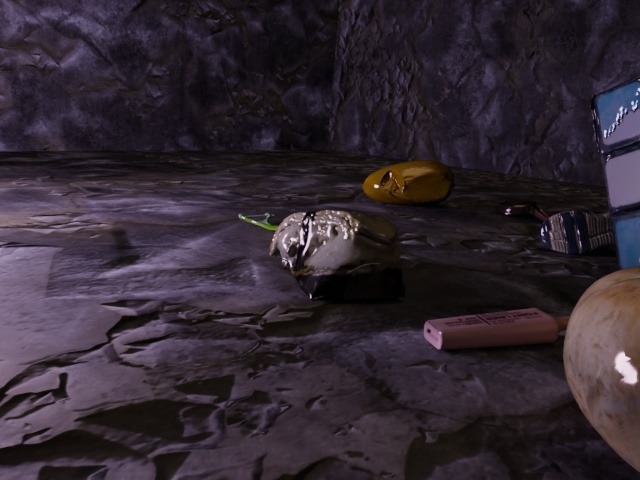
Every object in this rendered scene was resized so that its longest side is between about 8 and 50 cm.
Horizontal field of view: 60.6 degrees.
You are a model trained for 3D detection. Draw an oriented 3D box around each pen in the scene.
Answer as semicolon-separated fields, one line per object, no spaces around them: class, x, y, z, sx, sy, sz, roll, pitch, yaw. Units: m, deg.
pen;0.216;0.100;0.626;0.197;0.032;0.053;-1;14;-19

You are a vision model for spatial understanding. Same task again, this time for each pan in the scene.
pan;0.574;-0.080;1.501;0.115;0.040;0.212;-7;17;-24

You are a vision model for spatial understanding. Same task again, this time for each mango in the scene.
mango;0.249;-0.160;1.539;0.262;0.129;0.167;-6;11;-24

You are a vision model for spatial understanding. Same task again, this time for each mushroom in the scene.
mushroom;0.283;0.084;0.371;0.189;0.195;0.254;-7;16;-31

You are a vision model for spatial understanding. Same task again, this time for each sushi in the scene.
sushi;0.013;-0.002;0.819;0.134;0.109;0.273;0;13;-21

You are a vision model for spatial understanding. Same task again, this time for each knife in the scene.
knife;-0.099;-0.034;1.097;0.078;0.022;0.166;-11;18;-29

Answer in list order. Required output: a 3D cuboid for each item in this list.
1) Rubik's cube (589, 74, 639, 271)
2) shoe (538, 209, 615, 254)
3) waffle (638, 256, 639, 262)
Rubik's cube;0.713;-0.124;0.877;0.362;0.363;0.359;-2;-9;-26
shoe;0.545;-0.015;1.147;0.207;0.091;0.106;-4;-7;-17
waffle;0.466;0.035;0.570;0.056;0.261;0.250;32;0;-36
